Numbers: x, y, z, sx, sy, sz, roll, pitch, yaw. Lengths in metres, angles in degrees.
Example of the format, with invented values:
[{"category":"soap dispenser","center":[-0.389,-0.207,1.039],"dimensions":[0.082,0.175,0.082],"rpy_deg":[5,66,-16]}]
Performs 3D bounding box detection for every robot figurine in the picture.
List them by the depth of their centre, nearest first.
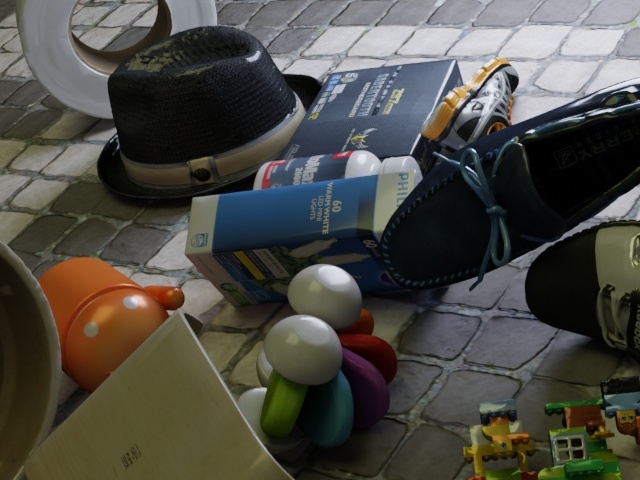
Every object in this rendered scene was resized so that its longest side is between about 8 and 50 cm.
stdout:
[{"category":"robot figurine","center":[-0.239,0.094,1.609],"dimensions":[0.158,0.128,0.219],"rpy_deg":[12,11,-37]}]

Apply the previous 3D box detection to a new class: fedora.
[{"category":"fedora","center":[-0.165,-0.192,1.978],"dimensions":[0.334,0.152,0.334],"rpy_deg":[-15,32,9]}]

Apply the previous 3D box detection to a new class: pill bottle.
[{"category":"pill bottle","center":[0.023,-0.048,1.693],"dimensions":[0.180,0.108,0.108],"rpy_deg":[-6,34,22]}]

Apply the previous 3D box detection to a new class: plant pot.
[{"category":"plant pot","center":[-0.488,0.128,1.507],"dimensions":[0.305,0.334,0.334],"rpy_deg":[5,39,49]}]

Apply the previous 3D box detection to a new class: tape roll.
[{"category":"tape roll","center":[-0.295,-0.322,2.130],"dimensions":[0.286,0.286,0.100],"rpy_deg":[-23,31,-4]}]

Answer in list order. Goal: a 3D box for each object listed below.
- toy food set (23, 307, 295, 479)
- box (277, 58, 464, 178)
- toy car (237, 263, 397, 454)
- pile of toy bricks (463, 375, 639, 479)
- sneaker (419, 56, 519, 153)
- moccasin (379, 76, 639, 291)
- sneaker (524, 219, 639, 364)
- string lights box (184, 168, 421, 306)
[{"category":"toy food set","center":[-0.146,0.221,1.372],"dimensions":[0.220,0.092,0.306],"rpy_deg":[-44,37,3]},{"category":"box","center":[0.067,-0.141,1.855],"dimensions":[0.183,0.059,0.233],"rpy_deg":[-2,37,25]},{"category":"toy car","center":[0.006,0.128,1.428],"dimensions":[0.136,0.159,0.182],"rpy_deg":[24,39,-1]},{"category":"pile of toy bricks","center":[0.229,0.186,1.241],"dimensions":[0.212,0.118,0.105],"rpy_deg":[-7,65,5]},{"category":"sneaker","center":[0.197,-0.153,1.790],"dimensions":[0.083,0.084,0.215],"rpy_deg":[40,40,7]},{"category":"moccasin","center":[0.199,-0.062,1.398],"dimensions":[0.342,0.138,0.117],"rpy_deg":[-34,4,14]},{"category":"sneaker","center":[0.325,0.068,1.327],"dimensions":[0.330,0.122,0.146],"rpy_deg":[1,36,31]},{"category":"string lights box","center":[0.000,0.000,1.594],"dimensions":[0.259,0.133,0.077],"rpy_deg":[-7,59,22]}]
